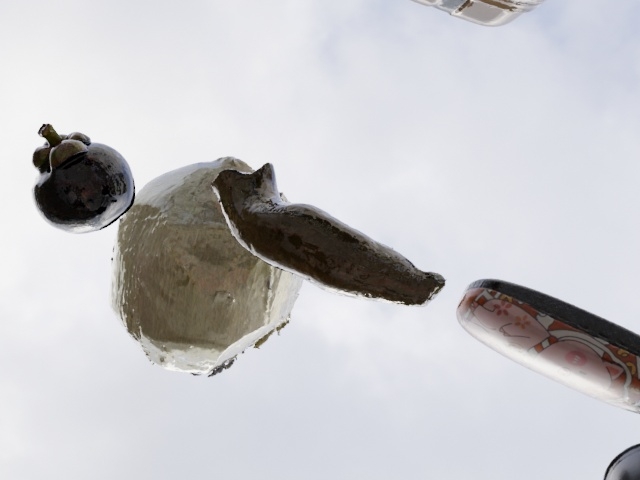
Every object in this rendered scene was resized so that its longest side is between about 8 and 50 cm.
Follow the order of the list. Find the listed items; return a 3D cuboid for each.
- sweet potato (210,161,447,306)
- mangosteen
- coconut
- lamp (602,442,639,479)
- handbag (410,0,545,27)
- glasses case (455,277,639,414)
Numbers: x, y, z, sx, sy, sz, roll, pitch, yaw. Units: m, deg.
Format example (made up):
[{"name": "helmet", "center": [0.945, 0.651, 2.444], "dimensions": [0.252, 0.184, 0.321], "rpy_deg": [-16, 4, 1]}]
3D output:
[{"name": "sweet potato", "center": [0.000, -0.005, 0.964], "dimensions": [0.286, 0.112, 0.085], "rpy_deg": [24, -38, 19]}, {"name": "mangosteen", "center": [-0.311, -0.082, 1.120], "dimensions": [0.137, 0.137, 0.151], "rpy_deg": [-13, -65, 31]}, {"name": "coconut", "center": [-0.193, 0.033, 1.530], "dimensions": [0.347, 0.346, 0.360], "rpy_deg": [17, -72, 24]}, {"name": "lamp", "center": [0.437, 0.367, 1.114], "dimensions": [0.172, 0.227, 0.147], "rpy_deg": [34, -72, 2]}, {"name": "handbag", "center": [0.112, -0.377, 0.849], "dimensions": [0.149, 0.283, 0.301], "rpy_deg": [-27, -118, 59]}, {"name": "glasses case", "center": [0.276, 0.118, 0.963], "dimensions": [0.267, 0.067, 0.103], "rpy_deg": [24, -24, 9]}]
